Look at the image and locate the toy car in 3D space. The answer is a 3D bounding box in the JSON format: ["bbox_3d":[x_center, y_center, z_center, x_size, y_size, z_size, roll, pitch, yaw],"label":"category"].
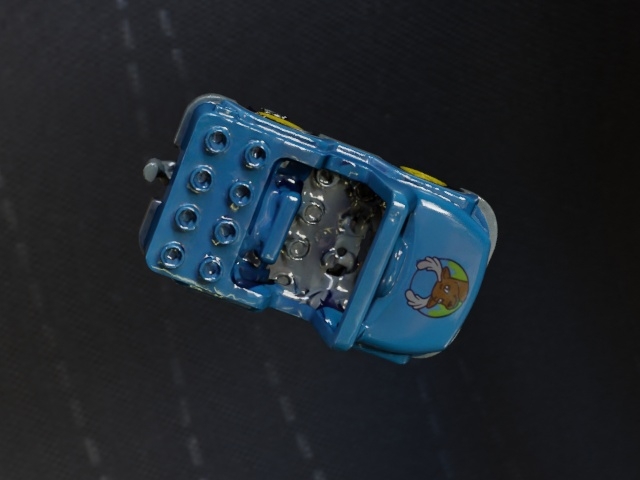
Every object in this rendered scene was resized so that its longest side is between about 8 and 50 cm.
[{"bbox_3d":[0.000,0.000,0.751,0.100,0.191,0.097,-119,51,-75],"label":"toy car"}]
